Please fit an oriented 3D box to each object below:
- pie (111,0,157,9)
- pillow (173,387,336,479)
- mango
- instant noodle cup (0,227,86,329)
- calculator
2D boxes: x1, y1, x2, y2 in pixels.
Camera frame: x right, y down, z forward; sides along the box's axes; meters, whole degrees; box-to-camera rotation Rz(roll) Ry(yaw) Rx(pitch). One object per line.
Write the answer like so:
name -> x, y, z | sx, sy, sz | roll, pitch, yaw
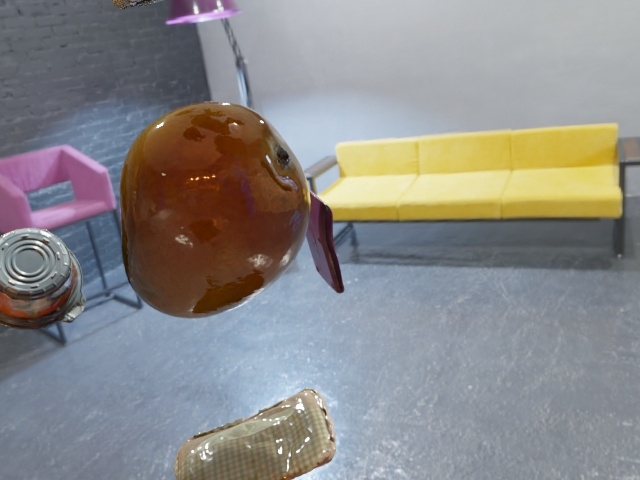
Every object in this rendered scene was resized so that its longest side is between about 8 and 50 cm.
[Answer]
pie -> -0.366, -0.609, 1.377 | 0.274, 0.055, 0.274 | -16, 21, 6
pillow -> -0.083, 0.260, 0.720 | 0.211, 0.034, 0.135 | -24, 26, -4
mango -> -0.102, -0.016, 0.568 | 0.176, 0.254, 0.139 | 12, 48, -6
instant noodle cup -> -0.502, 0.054, 1.007 | 0.208, 0.177, 0.125 | 20, -29, -18
calculator -> 0.000, 0.000, 1.078 | 0.034, 0.190, 0.126 | -18, 24, -15
